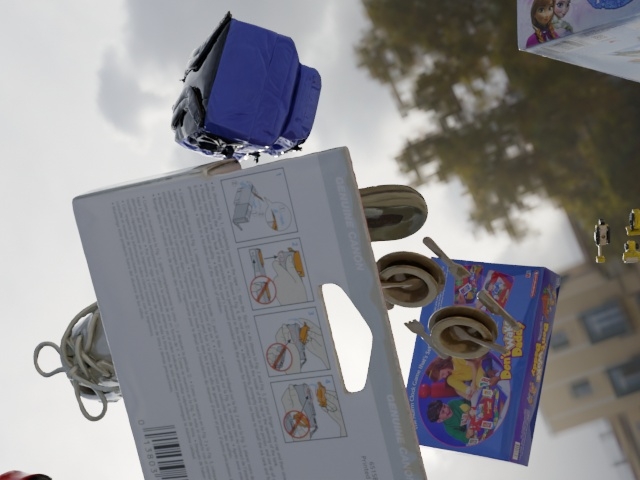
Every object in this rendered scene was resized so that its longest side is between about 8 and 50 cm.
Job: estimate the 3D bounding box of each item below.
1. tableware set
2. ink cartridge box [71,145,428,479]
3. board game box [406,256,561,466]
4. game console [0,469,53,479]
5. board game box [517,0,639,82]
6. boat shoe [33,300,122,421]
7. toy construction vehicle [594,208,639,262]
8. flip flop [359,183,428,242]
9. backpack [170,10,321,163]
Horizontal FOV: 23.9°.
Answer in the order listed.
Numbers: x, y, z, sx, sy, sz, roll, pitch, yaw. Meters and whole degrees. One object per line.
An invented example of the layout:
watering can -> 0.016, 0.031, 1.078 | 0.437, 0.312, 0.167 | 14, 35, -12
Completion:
tableware set -> 0.137, 0.085, 1.811 | 0.194, 0.128, 0.039 | 43, -139, -27
ink cartridge box -> -0.045, 0.075, 1.125 | 0.060, 0.239, 0.275 | -28, -74, -63
board game box -> 0.283, 0.213, 2.709 | 0.078, 0.233, 0.347 | 25, -106, -55
game console -> -0.394, 0.498, 1.800 | 0.386, 0.060, 0.342 | -57, -35, -33
board game box -> 0.411, -0.218, 1.445 | 0.318, 0.319, 0.066 | 8, -103, -40
boat shoe -> -0.246, 0.130, 1.730 | 0.156, 0.367, 0.136 | -20, -93, -18
toy construction vehicle -> 0.507, -0.008, 2.563 | 0.035, 0.086, 0.098 | -96, -1, -59
flip flop -> 0.000, 0.000, 1.680 | 0.277, 0.112, 0.080 | -6, -118, -26
backpack -> -0.062, -0.104, 1.171 | 0.101, 0.120, 0.098 | 24, -104, -18
